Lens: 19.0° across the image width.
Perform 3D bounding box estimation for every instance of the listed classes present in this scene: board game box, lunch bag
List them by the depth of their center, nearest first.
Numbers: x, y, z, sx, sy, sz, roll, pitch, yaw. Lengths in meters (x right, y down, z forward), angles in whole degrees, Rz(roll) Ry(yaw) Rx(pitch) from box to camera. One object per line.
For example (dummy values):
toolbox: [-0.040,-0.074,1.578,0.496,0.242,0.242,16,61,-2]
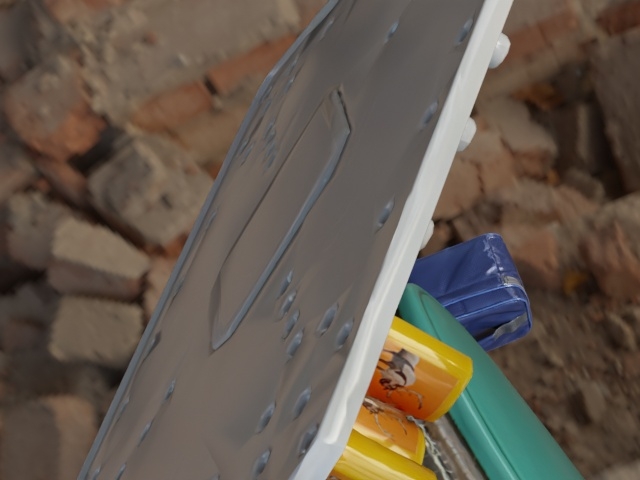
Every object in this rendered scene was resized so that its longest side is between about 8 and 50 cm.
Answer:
board game box: [0.000,0.000,0.838,0.050,0.390,0.390,29,58,-11]
lunch bag: [0.094,0.048,1.319,0.098,0.067,0.065,-21,58,2]

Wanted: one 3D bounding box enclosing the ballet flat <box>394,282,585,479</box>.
ballet flat: [0.131,0.235,0.704,0.483,0.164,0.182,45,98,14]
